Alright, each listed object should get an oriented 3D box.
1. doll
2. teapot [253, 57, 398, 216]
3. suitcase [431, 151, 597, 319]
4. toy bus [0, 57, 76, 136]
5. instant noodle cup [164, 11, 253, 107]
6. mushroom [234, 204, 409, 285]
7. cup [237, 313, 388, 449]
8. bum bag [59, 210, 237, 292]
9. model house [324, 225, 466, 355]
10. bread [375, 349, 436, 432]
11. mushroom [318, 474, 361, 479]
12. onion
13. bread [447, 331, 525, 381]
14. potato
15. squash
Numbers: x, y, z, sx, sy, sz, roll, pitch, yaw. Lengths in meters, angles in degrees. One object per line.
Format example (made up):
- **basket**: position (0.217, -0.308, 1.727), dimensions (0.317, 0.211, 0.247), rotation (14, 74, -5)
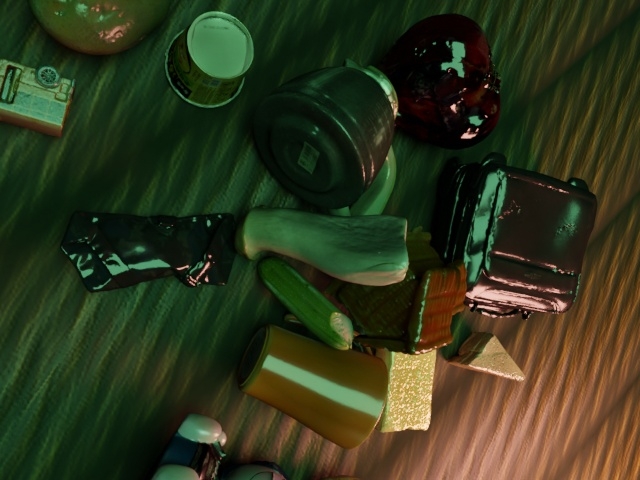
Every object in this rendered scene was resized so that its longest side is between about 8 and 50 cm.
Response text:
- **doll**: position (-0.159, 0.474, 0.932), dimensions (0.310, 0.284, 0.240), rotation (35, 121, -6)
- **teapot**: position (0.060, -0.182, 1.028), dimensions (0.321, 0.239, 0.239), rotation (50, 58, -11)
- **suitcase**: position (0.418, 0.002, 1.228), dimensions (0.345, 0.188, 0.339), rotation (11, 91, -26)
- **toy bus**: position (-0.484, -0.229, 0.855), dimensions (0.182, 0.091, 0.103), rotation (14, 84, -25)
- **instant noodle cup**: position (-0.187, -0.319, 0.971), dimensions (0.152, 0.122, 0.151), rotation (0, 89, -27)
- **mushroom**: position (0.000, 0.000, 0.966), dimensions (0.329, 0.159, 0.122), rotation (8, 91, 16)
- **cup**: position (-0.007, 0.247, 1.046), dimensions (0.264, 0.182, 0.226), rotation (27, 46, -16)
- **bum bag**: position (-0.279, 0.017, 0.955), dimensions (0.310, 0.074, 0.136), rotation (-1, 79, -30)
- **model house**: position (0.169, 0.112, 1.062), dimensions (0.199, 0.219, 0.229), rotation (8, 44, -52)
- **bread**: position (0.173, 0.301, 1.166), dimensions (0.126, 0.068, 0.188), rotation (7, 87, -24)
- **mushroom**: position (0.038, 0.528, 1.081), dimensions (0.148, 0.112, 0.147), rotation (1, 88, -23)
- **onion**: position (0.250, -0.310, 1.125), dimensions (0.281, 0.221, 0.280), rotation (-3, 115, -7)
- **bread**: position (0.376, 0.290, 1.251), dimensions (0.105, 0.077, 0.152), rotation (-45, 104, -22)
- **potato**: position (-0.347, -0.394, 0.886), dimensions (0.235, 0.160, 0.177), rotation (-23, 124, -37)
- **squash**: position (-0.027, 0.115, 1.023), dimensions (0.239, 0.069, 0.069), rotation (42, 71, 16)
